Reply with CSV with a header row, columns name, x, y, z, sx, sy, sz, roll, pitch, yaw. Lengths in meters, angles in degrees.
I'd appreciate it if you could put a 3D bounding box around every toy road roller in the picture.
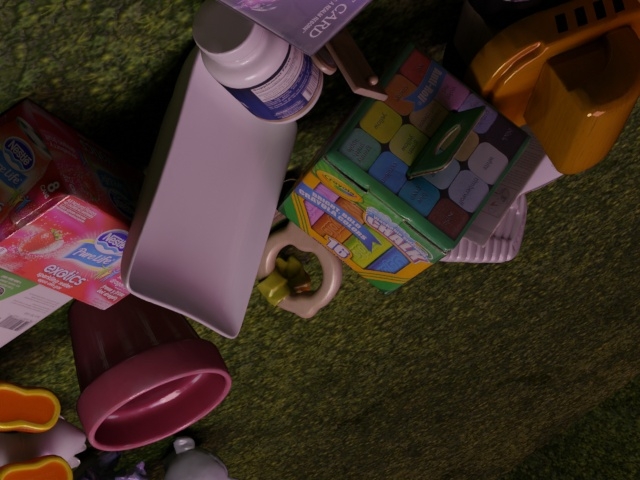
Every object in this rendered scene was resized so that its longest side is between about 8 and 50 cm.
name,x,y,z,sx,sy,sz,roll,pitch,yaw
toy road roller,0.314,-0.224,1.573,0.330,0.240,0.202,-21,156,-16

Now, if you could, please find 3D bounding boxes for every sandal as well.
name,x,y,z,sx,sy,sz,roll,pitch,yaw
sandal,0.172,-0.046,1.945,0.102,0.169,0.416,7,169,33

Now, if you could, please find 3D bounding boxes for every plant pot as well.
name,x,y,z,sx,sy,sz,roll,pitch,yaw
plant pot,-0.243,0.151,1.809,0.201,0.180,0.201,-23,157,-11

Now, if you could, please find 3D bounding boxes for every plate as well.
name,x,y,z,sx,sy,sz,roll,pitch,yaw
plate,-0.126,-0.050,1.520,0.045,0.277,0.278,11,170,24

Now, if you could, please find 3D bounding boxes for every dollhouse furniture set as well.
name,x,y,z,sx,sy,sz,roll,pitch,yaw
dollhouse furniture set,0.049,-0.246,1.385,0.151,0.123,0.144,-41,154,27

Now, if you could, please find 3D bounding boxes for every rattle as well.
name,x,y,z,sx,sy,sz,roll,pitch,yaw
rattle,0.000,0.000,1.912,0.143,0.130,0.199,-13,127,-55

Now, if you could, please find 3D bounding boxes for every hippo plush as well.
name,x,y,z,sx,sy,sz,roll,pitch,yaw
hippo plush,-0.283,0.451,2.411,0.236,0.234,0.294,-57,-179,-5

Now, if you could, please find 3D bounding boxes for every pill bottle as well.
name,x,y,z,sx,sy,sz,roll,pitch,yaw
pill bottle,-0.067,-0.190,1.410,0.094,0.094,0.169,-32,156,9

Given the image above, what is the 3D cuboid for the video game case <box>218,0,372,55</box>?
name,x,y,z,sx,sy,sz,roll,pitch,yaw
video game case,-0.038,-0.288,1.230,0.196,0.026,0.274,-40,137,26

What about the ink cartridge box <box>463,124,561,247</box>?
name,x,y,z,sx,sy,sz,roll,pitch,yaw
ink cartridge box,0.227,-0.097,1.725,0.056,0.181,0.224,36,85,-35

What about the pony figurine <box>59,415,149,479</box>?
name,x,y,z,sx,sy,sz,roll,pitch,yaw
pony figurine,-0.419,0.428,2.133,0.351,0.302,0.363,-28,173,22

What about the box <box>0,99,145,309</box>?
name,x,y,z,sx,sy,sz,roll,pitch,yaw
box,-0.272,-0.031,1.471,0.123,0.128,0.257,-32,156,10

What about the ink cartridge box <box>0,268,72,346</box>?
name,x,y,z,sx,sy,sz,roll,pitch,yaw
ink cartridge box,-0.420,0.072,1.562,0.219,0.092,0.160,-33,156,12

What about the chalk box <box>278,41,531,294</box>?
name,x,y,z,sx,sy,sz,roll,pitch,yaw
chalk box,0.097,-0.084,1.540,0.180,0.179,0.289,-53,-177,-21

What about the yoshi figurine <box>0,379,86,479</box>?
name,x,y,z,sx,sy,sz,roll,pitch,yaw
yoshi figurine,-0.455,0.272,1.774,0.203,0.203,0.362,-53,-165,-23

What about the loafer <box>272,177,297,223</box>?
name,x,y,z,sx,sy,sz,roll,pitch,yaw
loafer,-0.080,-0.040,1.759,0.148,0.056,0.050,-33,158,-13
